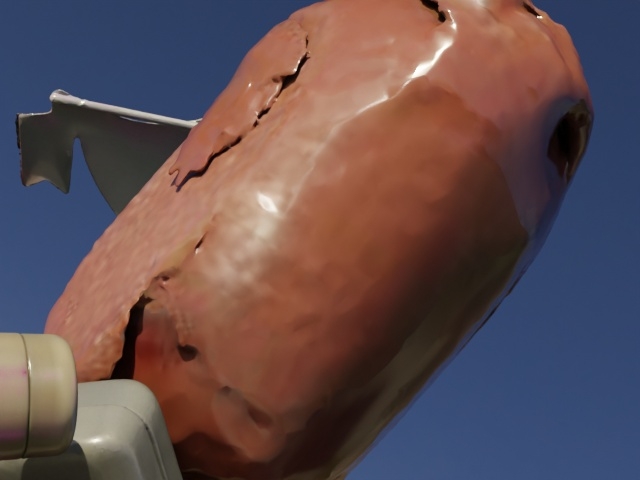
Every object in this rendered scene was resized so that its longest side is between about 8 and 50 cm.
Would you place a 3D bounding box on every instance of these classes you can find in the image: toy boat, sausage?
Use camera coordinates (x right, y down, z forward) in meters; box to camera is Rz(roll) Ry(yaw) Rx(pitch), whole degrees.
[{"bbox_3d":[-0.036,-0.017,0.991,0.318,0.072,0.219,-10,-64,-3],"label":"toy boat"},{"bbox_3d":[0.000,0.000,0.624,0.152,0.279,0.152,39,-5,4],"label":"sausage"}]

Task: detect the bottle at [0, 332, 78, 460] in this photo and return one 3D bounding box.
[{"bbox_3d":[-0.127,0.049,0.461,0.096,0.045,0.045,0,-33,-20],"label":"bottle"}]

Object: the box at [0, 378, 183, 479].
[{"bbox_3d":[-0.087,0.173,0.578,0.103,0.055,0.243,-8,-68,12],"label":"box"}]
